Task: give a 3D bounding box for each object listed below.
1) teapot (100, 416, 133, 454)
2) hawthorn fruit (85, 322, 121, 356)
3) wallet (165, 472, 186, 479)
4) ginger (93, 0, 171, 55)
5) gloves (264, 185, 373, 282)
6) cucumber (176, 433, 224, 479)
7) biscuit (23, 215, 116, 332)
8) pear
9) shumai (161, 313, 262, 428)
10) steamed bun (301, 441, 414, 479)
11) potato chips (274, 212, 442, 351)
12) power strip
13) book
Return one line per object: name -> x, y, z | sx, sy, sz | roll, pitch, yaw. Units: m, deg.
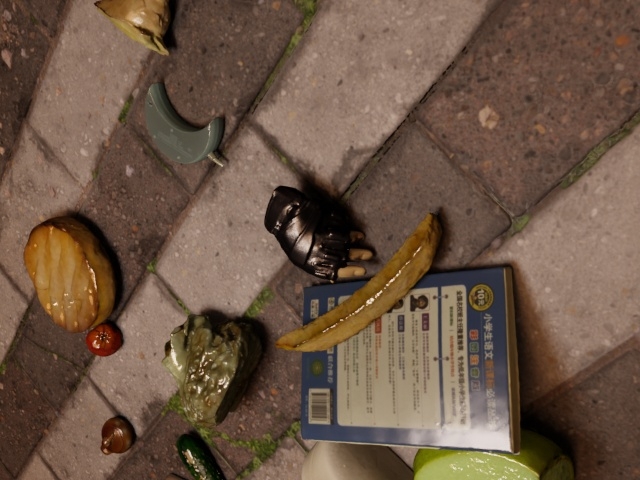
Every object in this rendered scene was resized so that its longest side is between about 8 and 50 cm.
teapot -> -0.563, 0.539, 1.914 | 0.098, 0.078, 0.129 | 47, 128, 10
hawthorn fruit -> -0.553, 0.257, 1.800 | 0.093, 0.093, 0.093 | 13, 115, 30
wallet -> -0.346, 0.685, 1.849 | 0.152, 0.039, 0.118 | 7, 110, 31
ginger -> -0.367, -0.459, 1.382 | 0.193, 0.115, 0.123 | 32, 102, 30
gloves -> 0.000, 0.000, 1.295 | 0.203, 0.124, 0.164 | 37, 144, 27
cucumber -> -0.284, 0.579, 1.747 | 0.069, 0.069, 0.227 | -32, 91, 39
biscuit -> -0.619, 0.082, 1.758 | 0.296, 0.102, 0.296 | 13, 113, 33
pear -> 0.289, 0.439, 1.236 | 0.292, 0.159, 0.292 | 11, 111, 32
shumai -> -0.253, 0.266, 1.523 | 0.218, 0.189, 0.256 | 35, 119, 17
steamed bun -> 0.073, 0.493, 1.402 | 0.241, 0.164, 0.146 | 41, 127, 13
potato chips -> 0.072, 0.109, 1.253 | 0.407, 0.057, 0.080 | -42, 44, 25
power strip -> -0.273, -0.221, 1.432 | 0.216, 0.044, 0.137 | 34, 124, 20
book -> 0.138, 0.210, 1.240 | 0.428, 0.039, 0.300 | -8, 75, 37
